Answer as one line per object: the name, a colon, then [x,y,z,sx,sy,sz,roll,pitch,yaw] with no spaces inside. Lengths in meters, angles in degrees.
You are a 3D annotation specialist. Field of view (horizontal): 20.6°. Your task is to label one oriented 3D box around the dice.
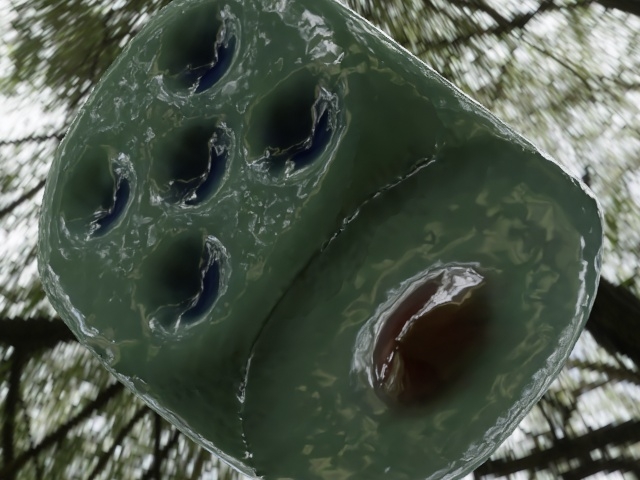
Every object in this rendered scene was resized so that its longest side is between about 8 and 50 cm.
dice: [0.000,0.000,1.144,0.268,0.262,0.265,30,-81,-45]
